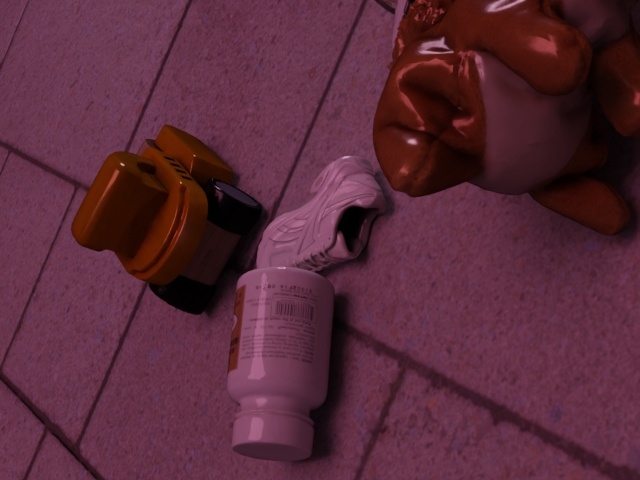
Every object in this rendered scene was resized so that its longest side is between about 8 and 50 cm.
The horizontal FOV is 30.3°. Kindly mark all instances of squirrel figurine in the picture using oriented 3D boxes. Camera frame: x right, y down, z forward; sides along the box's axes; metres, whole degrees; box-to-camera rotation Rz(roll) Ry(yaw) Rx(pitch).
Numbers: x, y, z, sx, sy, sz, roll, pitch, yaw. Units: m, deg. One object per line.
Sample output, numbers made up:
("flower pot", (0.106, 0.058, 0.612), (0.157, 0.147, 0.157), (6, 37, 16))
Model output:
("squirrel figurine", (0.226, -0.256, 1.234), (0.397, 0.281, 0.370), (-108, 35, -58))

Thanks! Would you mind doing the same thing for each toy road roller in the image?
("toy road roller", (-0.266, -0.057, 1.808), (0.202, 0.241, 0.329), (-59, 37, 11))

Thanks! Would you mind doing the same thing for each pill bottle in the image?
("pill bottle", (-0.053, 0.160, 1.520), (0.131, 0.131, 0.229), (-21, 57, 45))

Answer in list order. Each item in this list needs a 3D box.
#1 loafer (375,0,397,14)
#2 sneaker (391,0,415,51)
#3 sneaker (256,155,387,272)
("loafer", (0.108, -0.341, 1.662), (0.039, 0.045, 0.125), (-45, 46, 2))
("sneaker", (0.159, -0.360, 1.570), (0.129, 0.111, 0.297), (-6, 59, 60))
("sneaker", (0.000, 0.000, 1.577), (0.232, 0.090, 0.115), (-52, 42, 21))
